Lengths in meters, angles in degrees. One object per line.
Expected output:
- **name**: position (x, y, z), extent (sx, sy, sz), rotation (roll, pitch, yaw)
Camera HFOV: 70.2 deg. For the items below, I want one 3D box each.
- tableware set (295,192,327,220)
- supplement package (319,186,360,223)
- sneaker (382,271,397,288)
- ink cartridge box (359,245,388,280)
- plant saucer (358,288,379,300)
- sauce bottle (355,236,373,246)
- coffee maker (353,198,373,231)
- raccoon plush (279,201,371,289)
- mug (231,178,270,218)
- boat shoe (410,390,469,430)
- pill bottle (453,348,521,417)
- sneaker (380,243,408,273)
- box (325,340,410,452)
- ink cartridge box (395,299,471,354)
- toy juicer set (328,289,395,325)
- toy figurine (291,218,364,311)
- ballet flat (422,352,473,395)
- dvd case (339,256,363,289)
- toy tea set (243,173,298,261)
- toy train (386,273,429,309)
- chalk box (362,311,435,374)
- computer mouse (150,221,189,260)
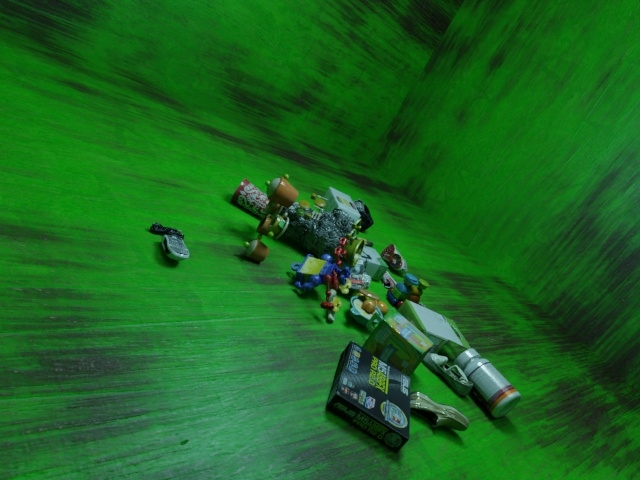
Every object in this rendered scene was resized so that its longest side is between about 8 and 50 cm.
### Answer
- **tableware set**: position (-0.037, -0.133, 1.800), extent (0.104, 0.024, 0.154), rotation (23, 44, 0)
- **supplement package**: position (0.094, -0.153, 2.368), extent (0.139, 0.134, 0.244), rotation (22, 23, -23)
- **sneaker**: position (0.288, 0.170, 2.038), extent (0.118, 0.042, 0.067), rotation (45, 21, 27)
- **ink cartridge box**: position (0.172, 0.084, 2.007), extent (0.208, 0.087, 0.153), rotation (17, 24, -31)
- **plant saucer**: position (0.179, 0.198, 1.668), extent (0.083, 0.013, 0.083), rotation (24, 4, -2)
- **sauce bottle**: position (0.217, 0.011, 2.304), extent (0.128, 0.042, 0.042), rotation (16, 26, -39)
- **coffee maker**: position (0.239, -0.129, 2.538), extent (0.171, 0.120, 0.178), rotation (27, 22, -14)
- **raccoon plush**: position (0.000, 0.000, 1.804), extent (0.299, 0.216, 0.446), rotation (5, 29, -35)
- **mug**: position (-0.275, -0.176, 1.949), extent (0.169, 0.113, 0.150), rotation (34, 22, -3)
- **boat shoe**: position (0.340, 0.514, 1.322), extent (0.189, 0.068, 0.072), rotation (23, 32, 5)
- **pill bottle**: position (0.577, 0.495, 1.595), extent (0.121, 0.121, 0.221), rotation (12, 28, -41)
- **sneaker**: position (0.373, 0.097, 2.292), extent (0.093, 0.088, 0.225), rotation (45, 14, -27)
- **box**: position (0.142, 0.416, 1.256), extent (0.216, 0.060, 0.270), rotation (32, 21, 1)
- **ink cartridge box**: position (0.428, 0.354, 1.746), extent (0.255, 0.097, 0.189), rotation (25, 21, -23)
- **toy juicer set**: position (0.149, 0.230, 1.644), extent (0.328, 0.090, 0.209), rotation (19, 24, -28)
- **toy figurine**: position (0.001, 0.072, 1.614), extent (0.217, 0.191, 0.363), rotation (5, 39, 24)
- **ballet flat**: position (0.440, 0.446, 1.591), extent (0.213, 0.068, 0.072), rotation (42, 23, 26)
- **dvd case**: position (0.118, 0.125, 1.721), extent (0.087, 0.120, 0.013), rotation (8, -20, -8)
- **toy tea set**: position (-0.196, -0.088, 1.635), extent (0.124, 0.200, 0.336), rotation (33, 45, -21)
- **toy train**: position (0.413, 0.226, 1.942), extent (0.248, 0.143, 0.105), rotation (16, 26, -34)
- **chalk box**: position (0.237, 0.328, 1.488), extent (0.213, 0.132, 0.132), rotation (40, 22, 23)
- **computer mouse**: position (-0.450, 0.013, 1.376), extent (0.106, 0.042, 0.193), rotation (22, 17, -36)
